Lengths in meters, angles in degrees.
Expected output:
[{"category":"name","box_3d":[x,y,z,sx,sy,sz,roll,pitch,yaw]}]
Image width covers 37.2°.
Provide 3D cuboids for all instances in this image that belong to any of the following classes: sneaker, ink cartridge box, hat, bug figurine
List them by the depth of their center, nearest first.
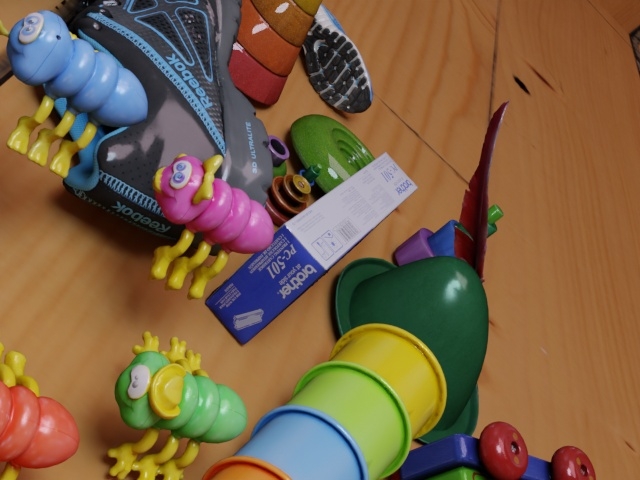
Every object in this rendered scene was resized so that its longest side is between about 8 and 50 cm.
[{"category":"bug figurine","box_3d":[-0.112,0.014,0.514,0.216,0.072,0.279,29,59,-43]},{"category":"sneaker","box_3d":[-0.135,-0.153,0.711,0.139,0.125,0.341,15,44,-43]},{"category":"ink cartridge box","box_3d":[0.000,0.000,0.749,0.046,0.097,0.207,48,30,2]},{"category":"hat","box_3d":[0.129,0.042,0.777,0.208,0.183,0.173,50,32,-7]},{"category":"sneaker","box_3d":[0.017,-0.208,1.040,0.073,0.063,0.162,1,56,-57]}]

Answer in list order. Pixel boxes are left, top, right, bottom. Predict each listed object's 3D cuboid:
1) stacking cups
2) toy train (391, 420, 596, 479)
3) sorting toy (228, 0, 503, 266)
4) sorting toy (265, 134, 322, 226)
[{"category":"stacking cups","box_3d":[-0.015,0.149,0.565,0.096,0.096,0.316,52,30,2]},{"category":"toy train","box_3d":[0.167,0.237,0.718,0.248,0.105,0.143,25,49,-37]},{"category":"sorting toy","box_3d":[0.040,-0.118,0.896,0.365,0.126,0.127,49,21,-2]},{"category":"sorting toy","box_3d":[-0.030,-0.059,0.830,0.061,0.042,0.102,17,44,-44]}]
